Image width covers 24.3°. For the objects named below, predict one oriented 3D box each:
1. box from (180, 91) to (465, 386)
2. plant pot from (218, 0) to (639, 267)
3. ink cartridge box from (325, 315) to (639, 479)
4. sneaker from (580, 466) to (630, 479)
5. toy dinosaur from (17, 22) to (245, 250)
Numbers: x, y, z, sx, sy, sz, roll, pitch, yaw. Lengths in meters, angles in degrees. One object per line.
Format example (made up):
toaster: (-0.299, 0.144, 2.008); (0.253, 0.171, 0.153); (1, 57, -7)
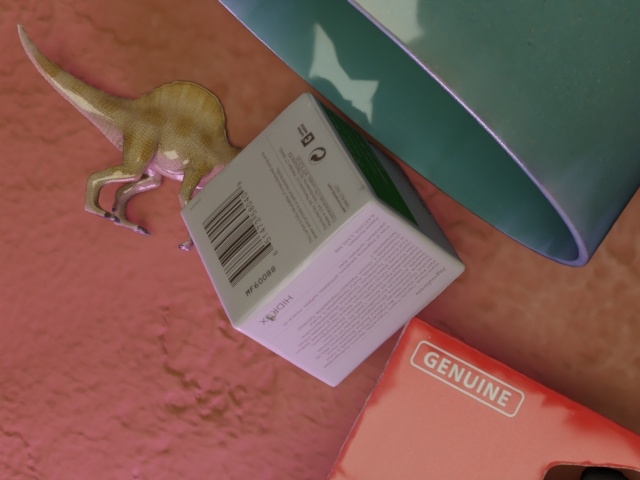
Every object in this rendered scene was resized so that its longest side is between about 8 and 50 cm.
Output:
box: (0.000, 0.000, 0.790); (0.102, 0.087, 0.101); (-42, 44, 13)
plant pot: (0.082, -0.170, 0.680); (0.293, 0.293, 0.235); (41, 89, 4)
ink cartridge box: (0.109, 0.217, 0.740); (0.296, 0.066, 0.261); (27, 90, 9)
sneaker: (0.068, 0.217, 0.829); (0.286, 0.109, 0.130); (-25, 86, 4)
toy dinosaur: (-0.098, -0.052, 0.852); (0.183, 0.053, 0.092); (22, 86, 0)
